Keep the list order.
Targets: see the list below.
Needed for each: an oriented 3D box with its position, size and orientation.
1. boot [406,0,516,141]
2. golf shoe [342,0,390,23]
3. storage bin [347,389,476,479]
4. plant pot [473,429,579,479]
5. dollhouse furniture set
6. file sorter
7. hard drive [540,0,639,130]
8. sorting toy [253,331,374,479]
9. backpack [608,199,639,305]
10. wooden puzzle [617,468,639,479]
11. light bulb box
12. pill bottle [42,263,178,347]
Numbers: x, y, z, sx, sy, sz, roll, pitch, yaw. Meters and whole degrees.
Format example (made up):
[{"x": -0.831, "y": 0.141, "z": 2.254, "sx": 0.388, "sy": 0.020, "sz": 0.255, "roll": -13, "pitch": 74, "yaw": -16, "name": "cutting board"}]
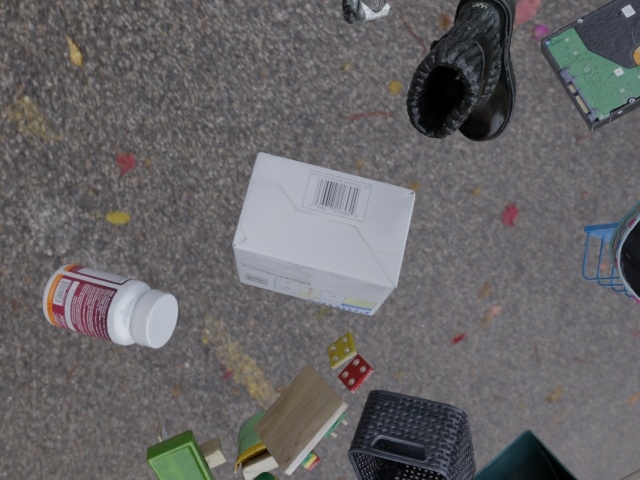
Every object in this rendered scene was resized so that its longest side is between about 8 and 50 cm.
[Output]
[{"x": 0.252, "y": -0.250, "z": 1.358, "sx": 0.348, "sy": 0.131, "sz": 0.260, "roll": 74, "pitch": 35, "yaw": -47, "name": "boot"}, {"x": 0.085, "y": -0.481, "z": 1.399, "sx": 0.094, "sy": 0.198, "sz": 0.077, "roll": -1, "pitch": 161, "yaw": -1, "name": "golf shoe"}, {"x": 0.114, "y": 0.267, "z": 0.924, "sx": 0.122, "sy": 0.084, "sz": 0.180, "roll": 8, "pitch": 142, "yaw": 22, "name": "storage bin"}, {"x": 0.410, "y": 0.497, "z": 1.387, "sx": 0.166, "sy": 0.165, "sz": 0.234, "roll": -42, "pitch": 126, "yaw": 1, "name": "plant pot"}, {"x": -0.188, "y": 0.401, "z": 1.603, "sx": 0.302, "sy": 0.197, "sz": 0.151, "roll": -23, "pitch": 109, "yaw": -1, "name": "dollhouse furniture set"}, {"x": 0.568, "y": 0.042, "z": 1.367, "sx": 0.170, "sy": 0.118, "sz": 0.104, "roll": 19, "pitch": 76, "yaw": -29, "name": "file sorter"}, {"x": 0.690, "y": -0.419, "z": 1.678, "sx": 0.339, "sy": 0.236, "sz": 0.064, "roll": -28, "pitch": 162, "yaw": 8, "name": "hard drive"}, {"x": -0.016, "y": 0.266, "z": 1.154, "sx": 0.274, "sy": 0.132, "sz": 0.046, "roll": -50, "pitch": 120, "yaw": -4, "name": "sorting toy"}, {"x": 0.567, "y": 0.030, "z": 1.138, "sx": 0.253, "sy": 0.191, "sz": 0.225, "roll": 39, "pitch": 109, "yaw": 1, "name": "backpack"}, {"x": 0.268, "y": 0.215, "z": 0.382, "sx": 0.348, "sy": 0.080, "sz": 0.322, "roll": -20, "pitch": 111, "yaw": -24, "name": "wooden puzzle"}, {"x": 0.000, "y": 0.000, "z": 1.758, "sx": 0.358, "sy": 0.361, "sz": 0.225, "roll": 15, "pitch": 75, "yaw": 0, "name": "light bulb box"}, {"x": -0.381, "y": 0.122, "z": 1.395, "sx": 0.221, "sy": 0.121, "sz": 0.121, "roll": 13, "pitch": 128, "yaw": 19, "name": "pill bottle"}]
